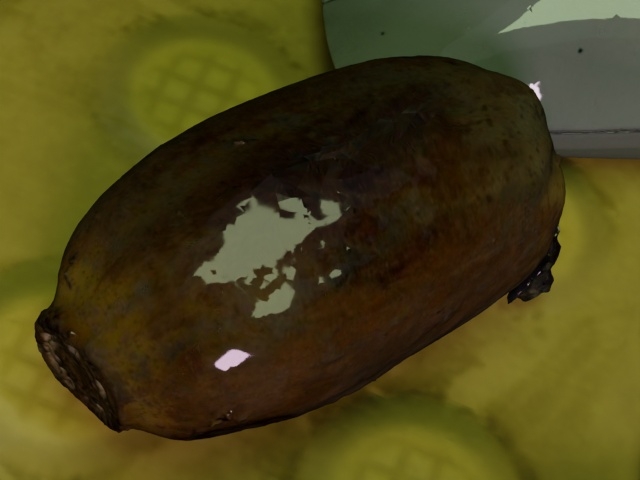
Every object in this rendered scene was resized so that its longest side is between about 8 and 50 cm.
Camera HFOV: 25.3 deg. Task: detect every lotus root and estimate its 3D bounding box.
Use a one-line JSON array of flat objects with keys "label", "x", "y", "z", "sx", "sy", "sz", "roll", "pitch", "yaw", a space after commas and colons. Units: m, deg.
[{"label": "lotus root", "x": 0.000, "y": 0.000, "z": 0.599, "sx": 0.241, "sy": 0.123, "sz": 0.124, "roll": -26, "pitch": 58, "yaw": -28}]

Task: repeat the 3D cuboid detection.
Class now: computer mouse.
[{"label": "computer mouse", "x": 0.147, "y": -0.123, "z": 0.725, "sx": 0.288, "sy": 0.097, "sz": 0.160, "roll": 4, "pitch": 60, "yaw": -11}]
